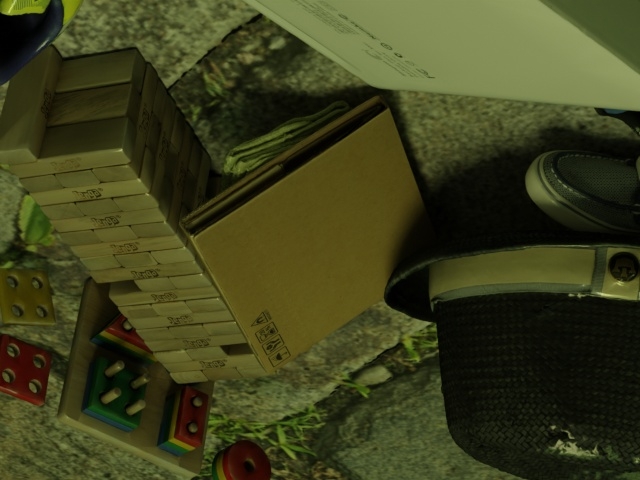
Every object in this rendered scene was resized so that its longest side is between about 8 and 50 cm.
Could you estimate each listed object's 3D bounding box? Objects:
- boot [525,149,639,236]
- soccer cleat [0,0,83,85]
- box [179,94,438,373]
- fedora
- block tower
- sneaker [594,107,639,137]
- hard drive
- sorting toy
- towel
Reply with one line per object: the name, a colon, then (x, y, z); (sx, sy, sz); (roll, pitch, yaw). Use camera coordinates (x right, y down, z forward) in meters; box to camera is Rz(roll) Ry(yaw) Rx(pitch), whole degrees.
boot: (0.241, -0.042, 1.337); (0.190, 0.069, 0.086); (12, 141, -20)
soccer cleat: (-0.152, -0.193, 1.129); (0.093, 0.121, 0.289); (19, 146, -15)
box: (0.000, 0.000, 1.394); (0.164, 0.021, 0.201); (-34, 145, -6)
fedora: (0.207, 0.100, 1.407); (0.334, 0.153, 0.334); (6, 166, 1)
block tower: (-0.118, -0.009, 1.436); (0.097, 0.091, 0.335); (-7, 145, 21)
sneaker: (0.184, -0.125, 1.191); (0.083, 0.087, 0.221); (-22, 137, 37)
hard drive: (0.057, -0.139, 1.110); (0.203, 0.040, 0.307); (31, 169, -31)
sorting toy: (-0.143, 0.102, 1.572); (0.274, 0.132, 0.046); (28, 141, -27)
towel: (-0.024, -0.030, 1.382); (0.110, 0.027, 0.148); (-21, 142, -22)
